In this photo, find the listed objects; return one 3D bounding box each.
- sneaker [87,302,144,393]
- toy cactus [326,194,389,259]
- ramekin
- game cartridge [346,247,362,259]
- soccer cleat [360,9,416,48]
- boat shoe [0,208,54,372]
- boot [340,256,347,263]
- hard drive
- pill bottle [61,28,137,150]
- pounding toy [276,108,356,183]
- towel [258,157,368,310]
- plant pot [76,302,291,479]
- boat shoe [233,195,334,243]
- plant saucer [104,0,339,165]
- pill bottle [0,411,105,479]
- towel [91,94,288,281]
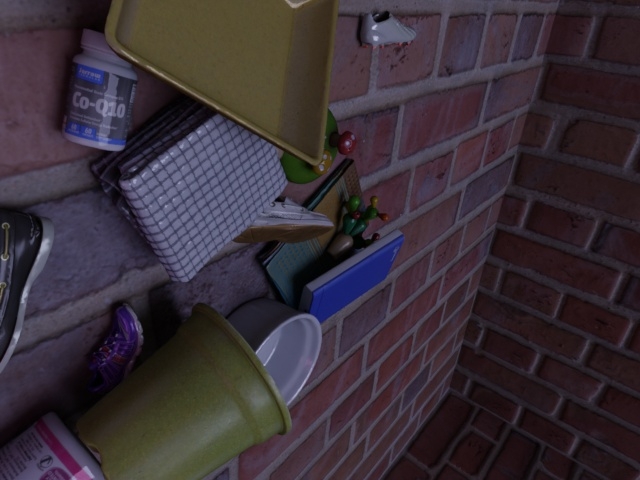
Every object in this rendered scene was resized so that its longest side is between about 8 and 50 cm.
[{"bbox_3d":[-0.348,0.188,0.765,0.071,0.068,0.170,4,109,-50],"label":"sneaker"},{"bbox_3d":[0.095,-0.017,1.192,0.180,0.112,0.219,-46,155,-14],"label":"toy cactus"},{"bbox_3d":[-0.134,0.271,1.067,0.277,0.135,0.277,-34,136,-40],"label":"ramekin"},{"bbox_3d":[0.097,0.053,1.370,0.083,0.017,0.056,-58,144,-12],"label":"game cartridge"},{"bbox_3d":[0.165,-0.493,1.057,0.196,0.068,0.076,-28,130,-40],"label":"soccer cleat"},{"bbox_3d":[-0.417,0.071,0.577,0.068,0.081,0.228,22,86,-55],"label":"boat shoe"},{"bbox_3d":[0.061,0.109,1.323,0.087,0.042,0.119,-39,134,-25],"label":"boot"},{"bbox_3d":[0.077,0.110,1.202,0.318,0.040,0.210,-30,152,-31],"label":"hard drive"},{"bbox_3d":[-0.283,-0.192,0.590,0.078,0.078,0.137,-3,113,-55],"label":"pill bottle"},{"bbox_3d":[-0.008,-0.203,0.955,0.236,0.110,0.183,22,92,-58],"label":"pounding toy"},{"bbox_3d":[0.000,0.000,1.175,0.370,0.040,0.271,-51,147,-24],"label":"towel"},{"bbox_3d":[-0.232,0.286,0.747,0.253,0.276,0.276,-33,137,-29],"label":"plant pot"},{"bbox_3d":[-0.078,-0.053,0.960,0.098,0.096,0.277,-31,160,35],"label":"boat shoe"},{"bbox_3d":[-0.118,-0.304,0.630,0.332,0.080,0.333,22,67,-44],"label":"plant saucer"},{"bbox_3d":[-0.465,0.406,0.649,0.283,0.160,0.160,-41,141,-33],"label":"pill bottle"},{"bbox_3d":[-0.197,-0.102,0.745,0.284,0.121,0.235,-49,146,-27],"label":"towel"}]
